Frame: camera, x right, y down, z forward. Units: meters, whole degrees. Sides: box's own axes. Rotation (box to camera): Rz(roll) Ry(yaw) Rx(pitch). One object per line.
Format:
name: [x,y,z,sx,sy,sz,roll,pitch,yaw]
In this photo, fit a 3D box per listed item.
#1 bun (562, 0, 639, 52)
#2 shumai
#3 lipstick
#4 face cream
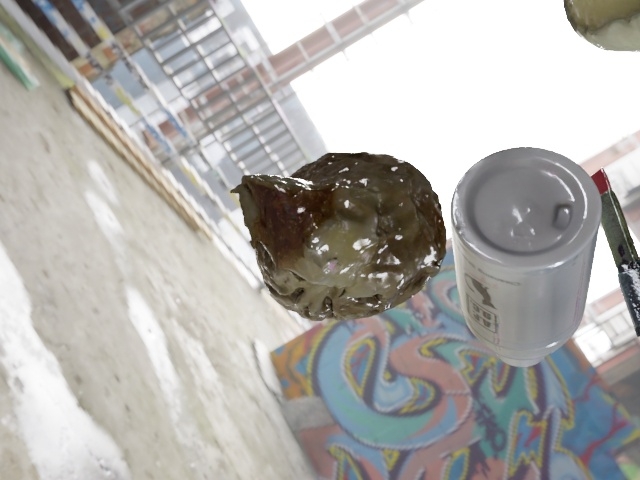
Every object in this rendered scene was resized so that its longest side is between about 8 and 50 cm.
bun: [0.386,-0.340,0.967,0.287,0.146,0.287,-170,-90,-74]
shumai: [0.000,0.000,0.823,0.175,0.206,0.166,-12,83,-59]
lipstick: [0.519,0.013,1.534,0.051,0.051,0.312,48,28,-53]
face cream: [0.229,0.058,1.009,0.145,0.145,0.369,61,-5,33]
